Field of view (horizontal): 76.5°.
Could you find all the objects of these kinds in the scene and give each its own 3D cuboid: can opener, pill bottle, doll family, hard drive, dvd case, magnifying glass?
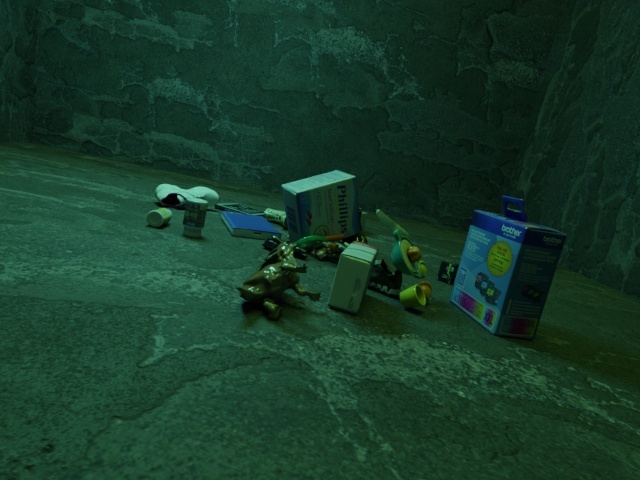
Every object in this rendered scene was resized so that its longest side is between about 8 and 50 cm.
[{"bbox_3d":[-0.133,0.029,1.575,0.186,0.073,0.059,19,-26,16],"label":"can opener"},{"bbox_3d":[-0.471,-0.085,1.519,0.078,0.137,0.078,12,11,-2],"label":"pill bottle"},{"bbox_3d":[0.095,0.033,1.598,0.262,0.119,0.163,14,9,14],"label":"doll family"},{"bbox_3d":[-0.320,-0.069,1.836,0.210,0.040,0.318,7,13,-24],"label":"hard drive"},{"bbox_3d":[-0.619,-0.092,1.573,0.065,0.065,0.116,12,11,-1],"label":"pill bottle"},{"bbox_3d":[-0.419,-0.159,2.189,0.238,0.030,0.179,17,13,23],"label":"dvd case"},{"bbox_3d":[0.000,0.000,1.638,0.230,0.026,0.092,-11,-17,-37],"label":"magnifying glass"}]

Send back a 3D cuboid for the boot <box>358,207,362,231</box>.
[{"bbox_3d":[0.105,-0.095,1.979,0.248,0.207,0.090,25,37,37],"label":"boot"}]

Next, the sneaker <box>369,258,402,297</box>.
[{"bbox_3d":[0.174,0.105,1.379,0.234,0.106,0.078,18,12,25],"label":"sneaker"}]

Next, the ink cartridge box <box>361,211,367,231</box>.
[{"bbox_3d":[0.165,-0.117,2.358,0.128,0.128,0.176,21,15,38],"label":"ink cartridge box"}]

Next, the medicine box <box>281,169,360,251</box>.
[{"bbox_3d":[0.006,-0.131,1.725,0.289,0.264,0.149,-19,27,-25],"label":"medicine box"}]

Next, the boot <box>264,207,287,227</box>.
[{"bbox_3d":[-0.217,-0.118,2.093,0.164,0.077,0.213,15,7,9],"label":"boot"}]

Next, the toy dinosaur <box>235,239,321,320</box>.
[{"bbox_3d":[-0.133,0.104,1.055,0.200,0.127,0.295,12,21,36],"label":"toy dinosaur"}]

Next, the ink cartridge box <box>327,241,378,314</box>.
[{"bbox_3d":[0.100,0.102,1.187,0.092,0.159,0.218,16,12,9],"label":"ink cartridge box"}]

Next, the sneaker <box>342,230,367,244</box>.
[{"bbox_3d":[0.091,-0.002,1.856,0.130,0.109,0.286,-9,16,-41],"label":"sneaker"}]

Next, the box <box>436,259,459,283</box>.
[{"bbox_3d":[0.529,0.131,1.686,0.062,0.084,0.052,20,14,33],"label":"box"}]

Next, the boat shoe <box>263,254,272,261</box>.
[{"bbox_3d":[-0.156,0.073,1.322,0.056,0.049,0.152,9,12,-15],"label":"boat shoe"}]

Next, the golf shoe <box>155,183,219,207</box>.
[{"bbox_3d":[-0.645,-0.198,1.989,0.305,0.115,0.140,0,26,-24],"label":"golf shoe"}]

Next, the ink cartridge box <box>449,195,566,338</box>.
[{"bbox_3d":[0.581,0.066,1.280,0.151,0.396,0.270,9,12,-15],"label":"ink cartridge box"}]

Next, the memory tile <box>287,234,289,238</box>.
[{"bbox_3d":[-0.073,-0.039,1.867,0.113,0.012,0.148,11,32,27],"label":"memory tile"}]

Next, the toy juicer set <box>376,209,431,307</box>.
[{"bbox_3d":[0.300,0.053,1.325,0.089,0.329,0.209,-24,-18,32],"label":"toy juicer set"}]
